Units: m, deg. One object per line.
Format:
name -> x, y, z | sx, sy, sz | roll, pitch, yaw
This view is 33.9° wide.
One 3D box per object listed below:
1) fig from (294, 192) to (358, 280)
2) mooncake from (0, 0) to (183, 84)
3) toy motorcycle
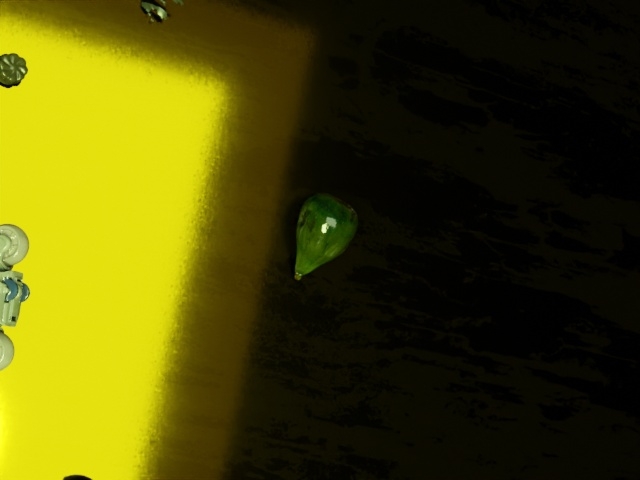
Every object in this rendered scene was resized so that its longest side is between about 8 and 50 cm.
fig -> 0.000, 0.000, 2.010 | 0.117, 0.117, 0.178 | 25, 89, -19
mooncake -> -0.415, -0.369, 1.885 | 0.347, 0.057, 0.150 | -46, 117, -11
toy motorcycle -> -0.558, 0.096, 1.787 | 0.112, 0.112, 0.254 | 10, 83, -21
